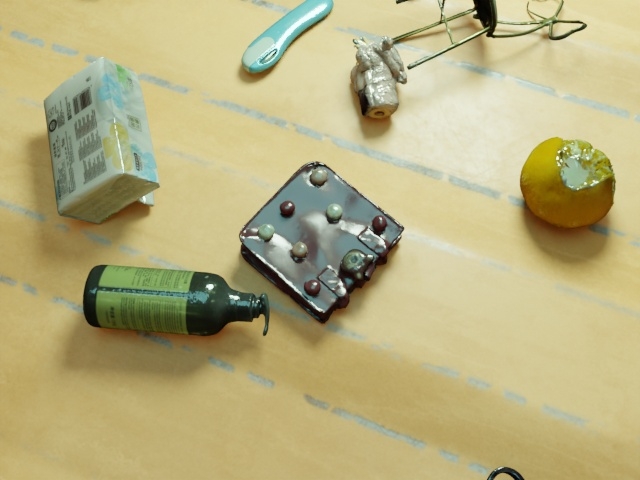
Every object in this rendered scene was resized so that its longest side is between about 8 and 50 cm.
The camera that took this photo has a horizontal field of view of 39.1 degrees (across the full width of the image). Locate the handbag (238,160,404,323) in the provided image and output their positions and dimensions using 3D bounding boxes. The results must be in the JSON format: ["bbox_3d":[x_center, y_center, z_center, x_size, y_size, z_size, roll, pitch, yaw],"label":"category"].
[{"bbox_3d":[0.000,-0.001,1.451,0.216,0.074,0.203,39,74,18],"label":"handbag"}]

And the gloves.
[{"bbox_3d":[0.102,-0.283,1.559,0.094,0.110,0.144,1,95,-5],"label":"gloves"}]

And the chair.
[{"bbox_3d":[0.279,-0.419,1.564,0.326,0.170,0.159,-17,35,1],"label":"chair"}]

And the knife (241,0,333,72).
[{"bbox_3d":[-0.059,-0.379,1.645,0.064,0.031,0.222,39,70,22],"label":"knife"}]

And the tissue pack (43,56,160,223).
[{"bbox_3d":[-0.354,-0.159,1.519,0.159,0.145,0.229,-28,62,26],"label":"tissue pack"}]

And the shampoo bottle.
[{"bbox_3d":[-0.219,0.096,1.404,0.284,0.101,0.101,4,66,5],"label":"shampoo bottle"}]

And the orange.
[{"bbox_3d":[0.399,-0.095,1.441,0.157,0.134,0.156,0,82,3],"label":"orange"}]

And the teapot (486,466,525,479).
[{"bbox_3d":[0.263,0.405,1.252,0.096,0.087,0.177,7,67,1],"label":"teapot"}]
